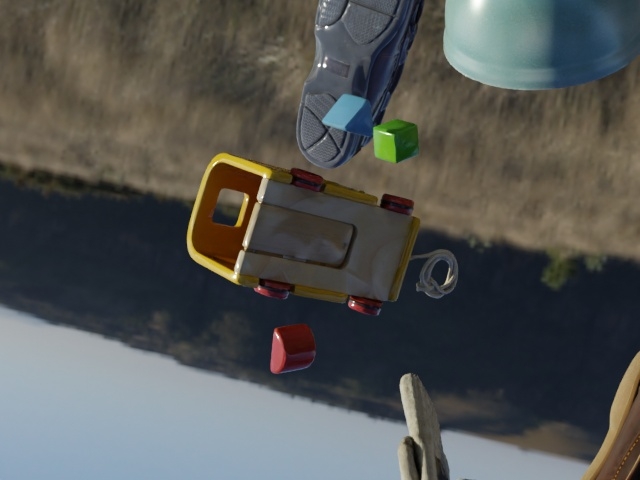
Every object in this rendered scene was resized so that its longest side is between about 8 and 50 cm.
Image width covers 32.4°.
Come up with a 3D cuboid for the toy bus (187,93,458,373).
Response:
[{"bbox_3d":[-0.007,-0.007,0.891,0.104,0.191,0.202,24,143,49],"label":"toy bus"}]

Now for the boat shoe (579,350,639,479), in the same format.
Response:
[{"bbox_3d":[0.167,0.129,0.535,0.073,0.207,0.073,38,152,-22],"label":"boat shoe"}]

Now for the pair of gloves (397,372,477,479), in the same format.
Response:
[{"bbox_3d":[0.126,0.262,0.986,0.042,0.240,0.204,-16,-151,14],"label":"pair of gloves"}]

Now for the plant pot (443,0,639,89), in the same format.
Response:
[{"bbox_3d":[0.312,-0.372,1.552,0.293,0.293,0.196,9,132,23],"label":"plant pot"}]

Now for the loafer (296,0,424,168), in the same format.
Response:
[{"bbox_3d":[0.054,-0.227,1.255,0.109,0.302,0.095,33,-149,25],"label":"loafer"}]
